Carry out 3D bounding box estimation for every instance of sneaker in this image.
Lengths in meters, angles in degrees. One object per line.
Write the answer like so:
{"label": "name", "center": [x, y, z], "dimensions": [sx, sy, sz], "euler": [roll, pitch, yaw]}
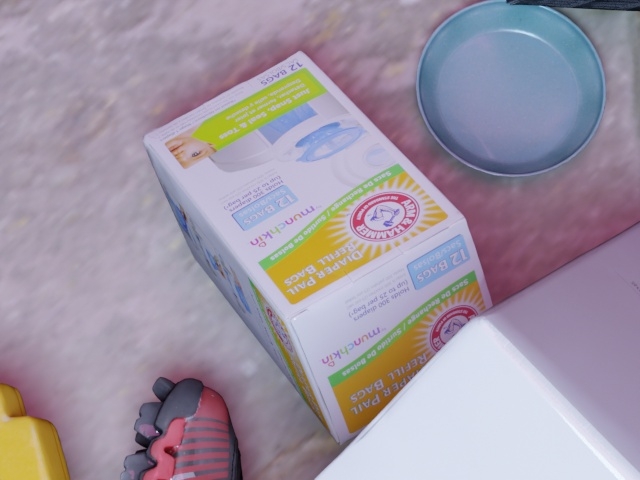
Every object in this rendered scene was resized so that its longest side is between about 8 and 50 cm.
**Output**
{"label": "sneaker", "center": [-0.050, 0.212, 1.093], "dimensions": [0.135, 0.097, 0.276], "euler": [0, 75, -2]}

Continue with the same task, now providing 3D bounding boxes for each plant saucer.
{"label": "plant saucer", "center": [0.118, -0.093, 1.230], "dimensions": [0.119, 0.021, 0.119], "euler": [0, 73, -1]}

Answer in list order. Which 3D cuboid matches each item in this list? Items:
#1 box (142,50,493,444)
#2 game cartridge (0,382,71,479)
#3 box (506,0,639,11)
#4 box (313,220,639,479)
{"label": "box", "center": [0.000, 0.000, 1.107], "dimensions": [0.114, 0.103, 0.203], "euler": [-29, 41, -10]}
{"label": "game cartridge", "center": [-0.263, 0.255, 1.054], "dimensions": [0.323, 0.053, 0.285], "euler": [-19, 74, 8]}
{"label": "box", "center": [0.209, -0.217, 1.202], "dimensions": [0.180, 0.077, 0.147], "euler": [0, 88, -19]}
{"label": "box", "center": [0.118, 0.135, 0.964], "dimensions": [0.168, 0.345, 0.215], "euler": [45, 112, 11]}
